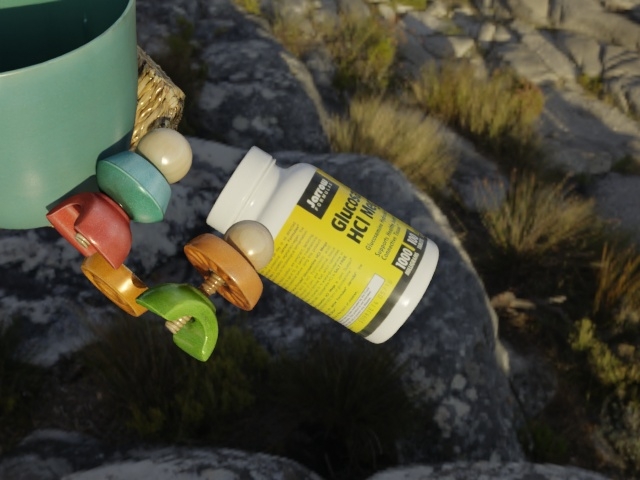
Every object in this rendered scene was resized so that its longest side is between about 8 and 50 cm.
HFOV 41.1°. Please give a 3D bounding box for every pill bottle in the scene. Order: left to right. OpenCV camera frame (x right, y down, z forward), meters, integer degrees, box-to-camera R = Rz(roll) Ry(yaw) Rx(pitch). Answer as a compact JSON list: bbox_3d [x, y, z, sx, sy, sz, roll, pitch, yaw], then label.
[{"bbox_3d":[0.000,0.000,1.329,0.333,0.188,0.188,32,39,-5],"label":"pill bottle"}]

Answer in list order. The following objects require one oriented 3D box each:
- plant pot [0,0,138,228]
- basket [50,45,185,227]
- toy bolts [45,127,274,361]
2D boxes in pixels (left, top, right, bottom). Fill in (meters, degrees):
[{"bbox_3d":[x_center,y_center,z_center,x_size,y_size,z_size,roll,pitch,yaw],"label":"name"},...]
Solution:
[{"bbox_3d":[-0.333,-0.155,0.924,0.292,0.235,0.293,1,43,-1],"label":"plant pot"},{"bbox_3d":[-0.363,-0.174,1.371,0.299,0.213,0.223,-45,11,0],"label":"basket"},{"bbox_3d":[-0.179,-0.014,0.946,0.218,0.229,0.158,20,62,45],"label":"toy bolts"}]
